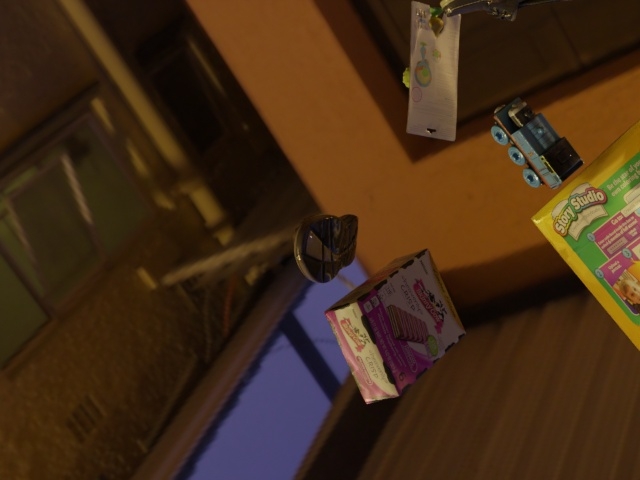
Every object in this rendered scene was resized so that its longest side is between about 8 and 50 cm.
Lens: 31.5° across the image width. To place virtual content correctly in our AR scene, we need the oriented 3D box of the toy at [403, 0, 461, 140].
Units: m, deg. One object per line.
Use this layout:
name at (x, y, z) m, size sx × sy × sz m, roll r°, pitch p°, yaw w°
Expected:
toy at (0.193, -0.307, 2.078) m, size 0.137 × 0.237 × 0.056 m, roll 4°, pitch -179°, yaw -43°

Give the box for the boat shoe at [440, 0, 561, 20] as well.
boat shoe at (0.315, -0.405, 1.903) m, size 0.224 × 0.073 × 0.080 m, roll -15°, pitch 180°, yaw 7°

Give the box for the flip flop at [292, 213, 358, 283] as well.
flip flop at (0.000, 0.000, 1.849) m, size 0.080 × 0.112 × 0.277 m, roll 13°, pitch -170°, yaw 13°

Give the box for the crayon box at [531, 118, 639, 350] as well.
crayon box at (0.557, -0.018, 1.855) m, size 0.106 × 0.313 × 0.363 m, roll -32°, pitch 170°, yaw -32°

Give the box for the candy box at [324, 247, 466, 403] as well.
candy box at (0.121, 0.128, 1.758) m, size 0.071 × 0.159 × 0.233 m, roll -20°, pitch -171°, yaw 37°

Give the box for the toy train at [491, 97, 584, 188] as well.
toy train at (0.387, -0.175, 2.048) m, size 0.080 × 0.184 × 0.105 m, roll -38°, pitch -178°, yaw -22°
